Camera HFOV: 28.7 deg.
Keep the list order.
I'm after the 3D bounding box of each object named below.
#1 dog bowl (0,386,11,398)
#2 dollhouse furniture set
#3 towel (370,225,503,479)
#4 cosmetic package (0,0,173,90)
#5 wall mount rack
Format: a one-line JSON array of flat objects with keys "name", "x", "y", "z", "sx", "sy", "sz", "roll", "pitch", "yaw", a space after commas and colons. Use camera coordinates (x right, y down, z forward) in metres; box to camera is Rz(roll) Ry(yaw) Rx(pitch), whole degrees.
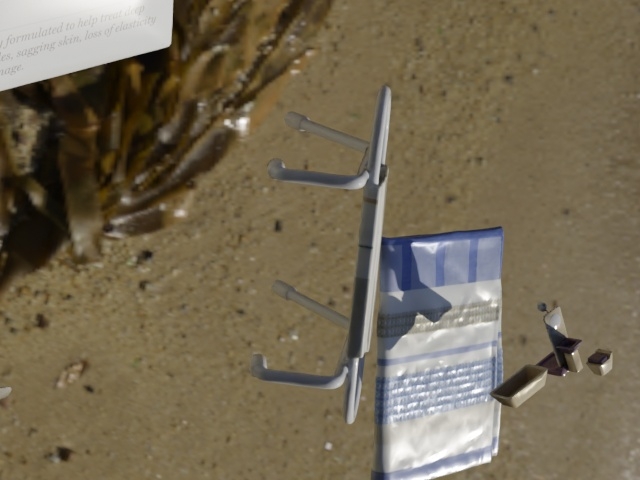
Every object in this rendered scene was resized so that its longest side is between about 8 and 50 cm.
[{"name": "dog bowl", "x": -0.416, "y": 0.021, "z": 1.119, "sx": 0.102, "sy": 0.349, "sz": 0.349, "roll": -32, "pitch": 115, "yaw": -28}, {"name": "dollhouse furniture set", "x": 0.236, "y": 0.122, "z": 1.327, "sx": 0.114, "sy": 0.091, "sz": 0.081, "roll": -32, "pitch": 113, "yaw": -30}, {"name": "towel", "x": 0.132, "y": 0.129, "z": 1.402, "sx": 0.209, "sy": 0.034, "sz": 0.285, "roll": -6, "pitch": 100, "yaw": -43}, {"name": "cosmetic package", "x": -0.301, "y": -0.254, "z": 0.915, "sx": 0.217, "sy": 0.385, "sz": 0.156, "roll": -21, "pitch": 133, "yaw": -37}, {"name": "wall mount rack", "x": 0.000, "y": 0.000, "z": 1.301, "sx": 0.304, "sy": 0.130, "sz": 0.350, "roll": -69, "pitch": 165, "yaw": -75}]
